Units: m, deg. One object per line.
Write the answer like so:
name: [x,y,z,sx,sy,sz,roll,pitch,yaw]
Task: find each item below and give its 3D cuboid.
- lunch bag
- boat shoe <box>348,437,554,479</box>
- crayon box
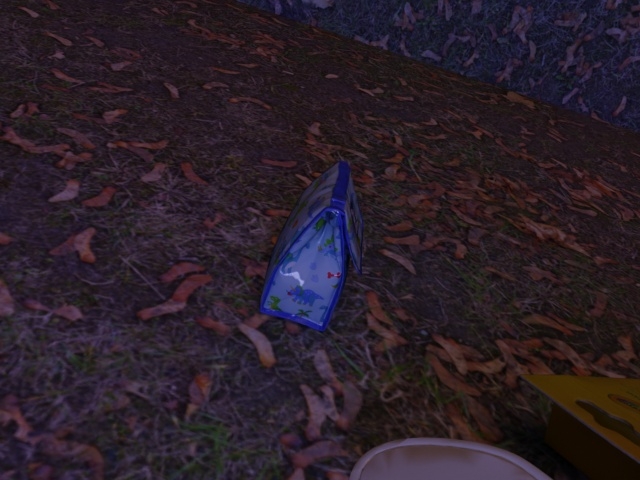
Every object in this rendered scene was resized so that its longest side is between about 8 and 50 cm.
lunch bag: [0.000,0.000,0.687,0.096,0.151,0.129,16,30,-4]
boat shoe: [0.170,0.239,0.447,0.320,0.099,0.116,10,37,23]
crayon box: [0.362,0.202,0.569,0.319,0.081,0.202,8,10,-19]
